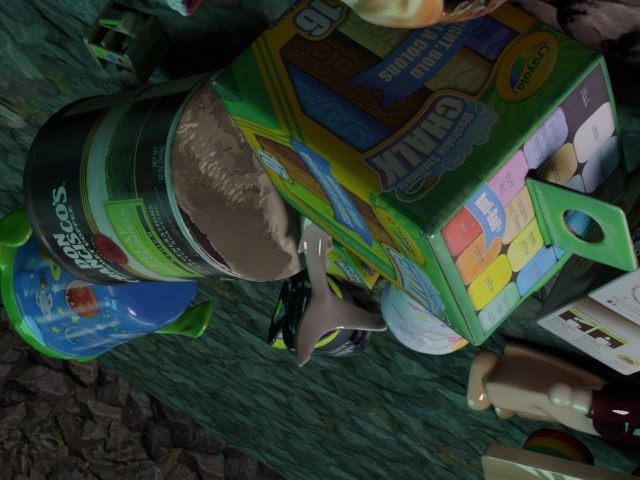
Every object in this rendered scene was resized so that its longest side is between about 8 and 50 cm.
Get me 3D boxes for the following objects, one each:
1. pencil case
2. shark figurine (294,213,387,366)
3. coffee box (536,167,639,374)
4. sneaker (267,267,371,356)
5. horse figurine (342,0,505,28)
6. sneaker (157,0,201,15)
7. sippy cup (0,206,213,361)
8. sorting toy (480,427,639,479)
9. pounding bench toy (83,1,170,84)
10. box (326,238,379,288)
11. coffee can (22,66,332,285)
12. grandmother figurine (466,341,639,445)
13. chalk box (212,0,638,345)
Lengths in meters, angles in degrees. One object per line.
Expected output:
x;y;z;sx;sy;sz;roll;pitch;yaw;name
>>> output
0.137;0.035;1.396;0.124;0.113;0.273;21;161;2;pencil case
0.008;-0.044;1.211;0.166;0.278;0.116;37;-157;29;shark figurine
0.278;0.007;1.064;0.098;0.141;0.246;31;162;-3;coffee box
0.015;0.098;1.769;0.121;0.111;0.300;13;176;-9;sneaker
0.029;-0.212;0.932;0.263;0.066;0.174;25;135;15;horse figurine
-0.149;-0.252;1.169;0.075;0.063;0.170;19;164;15;sneaker
-0.300;0.051;1.969;0.224;0.306;0.240;-8;94;47;sippy cup
0.346;0.338;1.671;0.257;0.089;0.255;10;136;29;sorting toy
-0.201;-0.208;1.381;0.065;0.052;0.083;23;160;23;pounding bench toy
0.000;0.000;1.628;0.179;0.043;0.105;17;158;31;box
-0.137;-0.058;1.348;0.201;0.201;0.275;42;153;-30;coffee can
0.327;0.188;1.541;0.342;0.104;0.208;9;179;43;grandmother figurine
0.099;-0.059;1.000;0.289;0.179;0.180;38;167;34;chalk box
